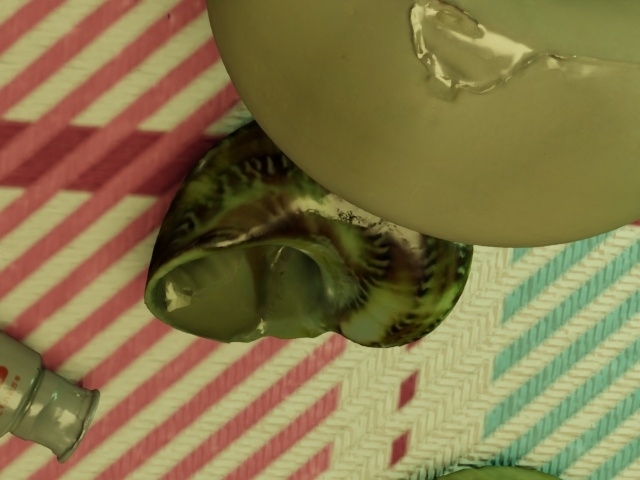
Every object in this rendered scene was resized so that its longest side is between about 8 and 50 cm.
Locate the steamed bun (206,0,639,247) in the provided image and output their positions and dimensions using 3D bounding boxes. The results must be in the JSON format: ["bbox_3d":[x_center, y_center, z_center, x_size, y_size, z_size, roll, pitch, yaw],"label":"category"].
[{"bbox_3d":[0.092,-0.140,1.086,0.324,0.324,0.206,9,143,-17],"label":"steamed bun"}]

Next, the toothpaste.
[{"bbox_3d":[-0.248,0.062,1.190,0.234,0.057,0.089,28,100,-13],"label":"toothpaste"}]

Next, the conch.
[{"bbox_3d":[0.000,-0.002,1.196,0.187,0.124,0.181,-30,128,28],"label":"conch"}]

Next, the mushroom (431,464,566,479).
[{"bbox_3d":[0.097,0.294,1.276,0.292,0.212,0.217,-39,120,7],"label":"mushroom"}]
